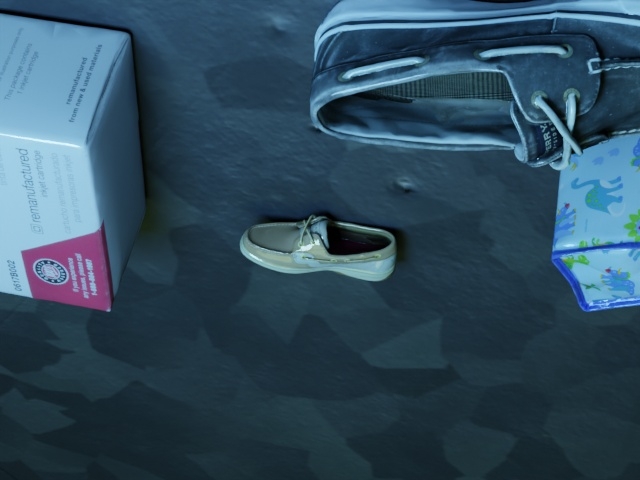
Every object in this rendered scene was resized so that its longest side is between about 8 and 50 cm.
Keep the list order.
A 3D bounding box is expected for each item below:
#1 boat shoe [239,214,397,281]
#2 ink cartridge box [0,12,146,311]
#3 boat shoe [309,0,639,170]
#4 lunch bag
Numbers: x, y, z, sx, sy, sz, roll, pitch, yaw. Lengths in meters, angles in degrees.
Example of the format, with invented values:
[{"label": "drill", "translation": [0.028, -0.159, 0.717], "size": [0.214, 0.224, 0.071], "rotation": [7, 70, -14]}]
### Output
[{"label": "boat shoe", "translation": [0.000, 0.000, 1.464], "size": [0.135, 0.050, 0.045], "rotation": [5, 141, -5]}, {"label": "ink cartridge box", "translation": [-0.307, -0.074, 1.392], "size": [0.306, 0.131, 0.226], "rotation": [8, 144, 6]}, {"label": "boat shoe", "translation": [0.154, -0.102, 1.211], "size": [0.335, 0.119, 0.121], "rotation": [1, 142, 17]}, {"label": "lunch bag", "translation": [0.258, -0.025, 1.273], "size": [0.151, 0.128, 0.096], "rotation": [-10, 142, 27]}]
